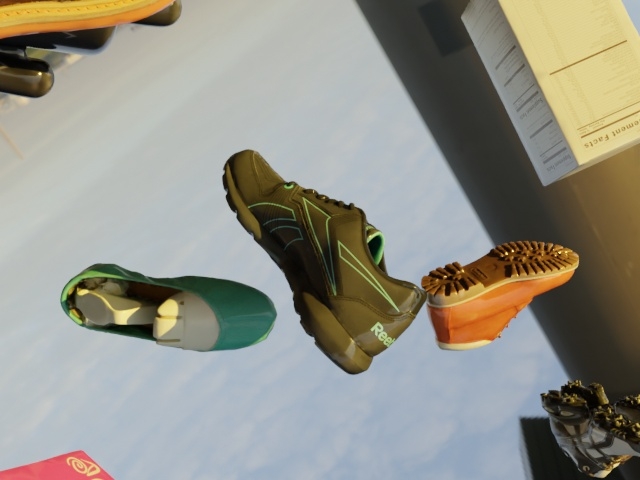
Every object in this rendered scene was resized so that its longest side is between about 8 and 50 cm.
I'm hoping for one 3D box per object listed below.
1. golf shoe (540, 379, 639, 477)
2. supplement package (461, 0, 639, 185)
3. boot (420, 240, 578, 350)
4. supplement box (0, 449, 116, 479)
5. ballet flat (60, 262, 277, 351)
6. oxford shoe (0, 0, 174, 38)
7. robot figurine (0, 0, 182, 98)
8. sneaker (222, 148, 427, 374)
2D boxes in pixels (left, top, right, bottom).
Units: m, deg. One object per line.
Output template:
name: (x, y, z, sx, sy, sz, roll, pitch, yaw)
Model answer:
golf shoe: (0.315, 0.213, 0.917, 0.077, 0.094, 0.198, -13, -174, -14)
supplement package: (0.291, -0.210, 1.028, 0.139, 0.244, 0.134, -23, 175, -5)
boot: (0.175, 0.054, 0.827, 0.157, 0.085, 0.059, -16, -150, -8)
supplement box: (-0.189, 0.251, 0.507, 0.220, 0.111, 0.114, -58, 160, 10)
ballet flat: (-0.169, 0.078, 0.895, 0.247, 0.083, 0.087, 8, -161, 23)
oxford shoe: (-0.140, -0.179, 0.407, 0.364, 0.130, 0.133, -49, 169, -42)
robot figurine: (-0.247, -0.240, 0.681, 0.278, 0.209, 0.173, 5, 165, -21)
sneaker: (0.000, 0.000, 0.823, 0.106, 0.101, 0.267, -39, -118, 8)
